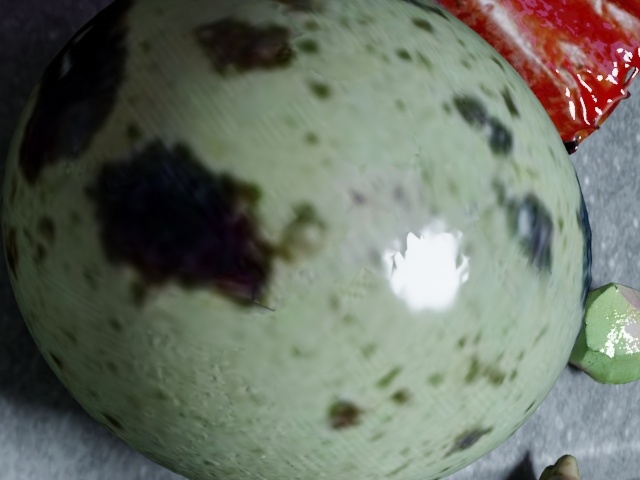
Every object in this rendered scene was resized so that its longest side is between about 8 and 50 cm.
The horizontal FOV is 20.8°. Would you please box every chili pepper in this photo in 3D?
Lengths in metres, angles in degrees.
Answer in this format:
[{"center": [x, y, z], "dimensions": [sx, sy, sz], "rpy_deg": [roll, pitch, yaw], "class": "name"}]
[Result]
[{"center": [0.093, -0.181, 1.048], "dimensions": [0.144, 0.136, 0.252], "rpy_deg": [-45, 104, 3], "class": "chili pepper"}]

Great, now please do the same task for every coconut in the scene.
[{"center": [0.233, 0.075, 1.386], "dimensions": [0.082, 0.081, 0.083], "rpy_deg": [44, 65, 3], "class": "coconut"}]

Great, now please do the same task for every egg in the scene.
[{"center": [0.000, 0.000, 0.945], "dimensions": [0.379, 0.287, 0.287], "rpy_deg": [16, 76, -46], "class": "egg"}]

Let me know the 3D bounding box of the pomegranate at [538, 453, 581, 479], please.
[{"center": [0.191, 0.271, 1.226], "dimensions": [0.222, 0.204, 0.276], "rpy_deg": [42, 54, -27], "class": "pomegranate"}]
